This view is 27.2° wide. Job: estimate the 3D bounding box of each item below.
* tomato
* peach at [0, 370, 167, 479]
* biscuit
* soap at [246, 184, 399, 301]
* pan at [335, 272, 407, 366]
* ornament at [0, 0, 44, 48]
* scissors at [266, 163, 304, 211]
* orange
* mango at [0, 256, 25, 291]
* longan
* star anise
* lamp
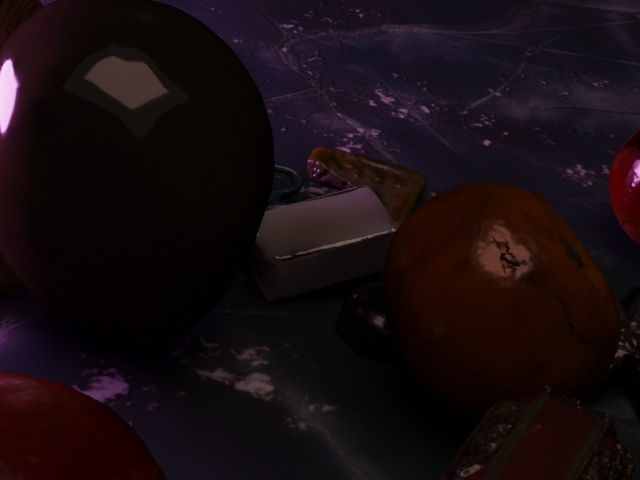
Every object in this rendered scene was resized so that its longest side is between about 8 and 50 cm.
[{"bbox_3d":[0.503,-0.081,1.853,0.184,0.208,0.208,10,27,-39],"label":"tomato"},{"bbox_3d":[-0.298,0.250,1.023,0.372,0.290,0.373,11,24,-5],"label":"peach"},{"bbox_3d":[0.056,-0.068,1.853,0.174,0.039,0.183,16,32,4],"label":"biscuit"},{"bbox_3d":[0.000,0.000,1.671,0.183,0.064,0.121,-15,37,-12],"label":"soap"},{"bbox_3d":[0.068,0.071,1.632,0.128,0.048,0.202,-10,39,-33],"label":"pan"},{"bbox_3d":[-0.462,-0.211,1.780,0.221,0.235,0.218,-11,34,12],"label":"ornament"},{"bbox_3d":[-0.144,-0.038,1.740,0.289,0.041,0.138,-8,55,-21],"label":"scissors"},{"bbox_3d":[0.201,0.073,1.488,0.284,0.226,0.284,39,28,-25],"label":"orange"},{"bbox_3d":[-0.417,-0.001,1.573,0.191,0.086,0.122,27,24,4],"label":"mango"},{"bbox_3d":[-0.219,-0.089,1.500,0.336,0.405,0.404,-11,35,-1],"label":"longan"},{"bbox_3d":[0.378,0.110,1.618,0.198,0.111,0.258,0,40,-17],"label":"star anise"},{"bbox_3d":[0.196,0.259,1.284,0.177,0.177,0.274,24,37,19],"label":"lamp"}]
